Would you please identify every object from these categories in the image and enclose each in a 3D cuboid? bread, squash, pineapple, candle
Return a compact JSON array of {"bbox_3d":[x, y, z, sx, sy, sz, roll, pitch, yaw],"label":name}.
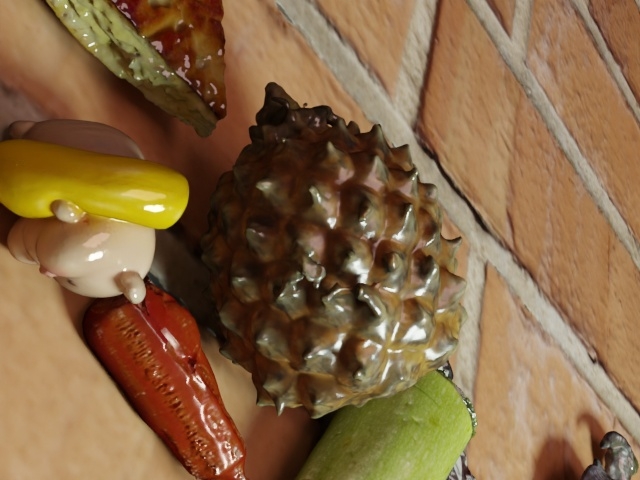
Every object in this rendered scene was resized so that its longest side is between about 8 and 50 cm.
[{"bbox_3d":[-0.112,-0.142,0.529,0.136,0.054,0.154,13,63,-54],"label":"bread"},{"bbox_3d":[0.007,0.164,0.585,0.224,0.094,0.094,-41,113,-43],"label":"squash"},{"bbox_3d":[0.000,0.000,0.553,0.166,0.166,0.193,-22,94,-56],"label":"pineapple"},{"bbox_3d":[-0.070,0.091,0.513,0.053,0.048,0.162,-37,114,-22],"label":"candle"}]

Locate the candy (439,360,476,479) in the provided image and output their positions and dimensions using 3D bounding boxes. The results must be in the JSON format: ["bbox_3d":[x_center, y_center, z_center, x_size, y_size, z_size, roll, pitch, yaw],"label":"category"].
[{"bbox_3d":[0.094,0.193,0.717,0.094,0.051,0.226,-15,93,-66],"label":"candy"}]

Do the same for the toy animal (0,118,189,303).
[{"bbox_3d":[-0.124,-0.012,0.461,0.091,0.114,0.082,-1,114,-34],"label":"toy animal"}]

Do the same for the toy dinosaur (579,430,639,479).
[{"bbox_3d":[0.287,0.296,0.938,0.294,0.077,0.162,-15,87,-70],"label":"toy dinosaur"}]
